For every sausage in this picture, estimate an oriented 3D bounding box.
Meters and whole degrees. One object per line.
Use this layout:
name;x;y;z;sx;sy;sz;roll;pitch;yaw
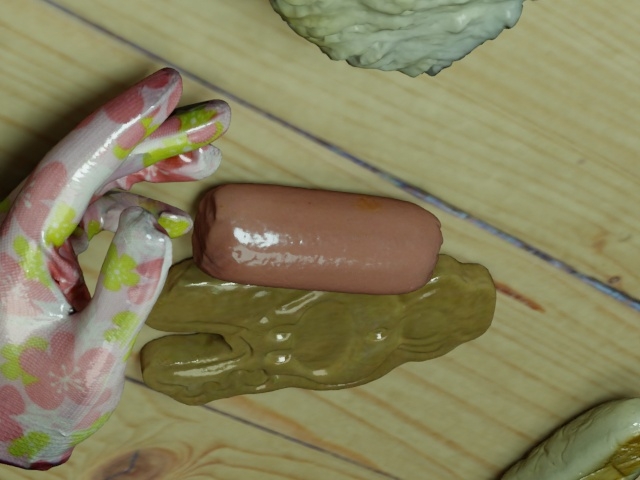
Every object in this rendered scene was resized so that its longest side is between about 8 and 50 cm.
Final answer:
sausage;0.000;0.000;1.189;0.154;0.062;0.062;5;140;-22

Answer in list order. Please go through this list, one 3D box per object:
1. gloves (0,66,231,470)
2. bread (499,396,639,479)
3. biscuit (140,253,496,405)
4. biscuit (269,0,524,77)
gloves;-0.138;0.008;1.101;0.126;0.145;0.241;18;112;3
bread;0.186;0.174;1.485;0.073;0.053;0.214;17;137;-30
biscuit;-0.001;0.055;1.289;0.236;0.040;0.144;-4;148;-9
biscuit;0.058;-0.157;0.923;0.179;0.084;0.281;-4;158;-29
